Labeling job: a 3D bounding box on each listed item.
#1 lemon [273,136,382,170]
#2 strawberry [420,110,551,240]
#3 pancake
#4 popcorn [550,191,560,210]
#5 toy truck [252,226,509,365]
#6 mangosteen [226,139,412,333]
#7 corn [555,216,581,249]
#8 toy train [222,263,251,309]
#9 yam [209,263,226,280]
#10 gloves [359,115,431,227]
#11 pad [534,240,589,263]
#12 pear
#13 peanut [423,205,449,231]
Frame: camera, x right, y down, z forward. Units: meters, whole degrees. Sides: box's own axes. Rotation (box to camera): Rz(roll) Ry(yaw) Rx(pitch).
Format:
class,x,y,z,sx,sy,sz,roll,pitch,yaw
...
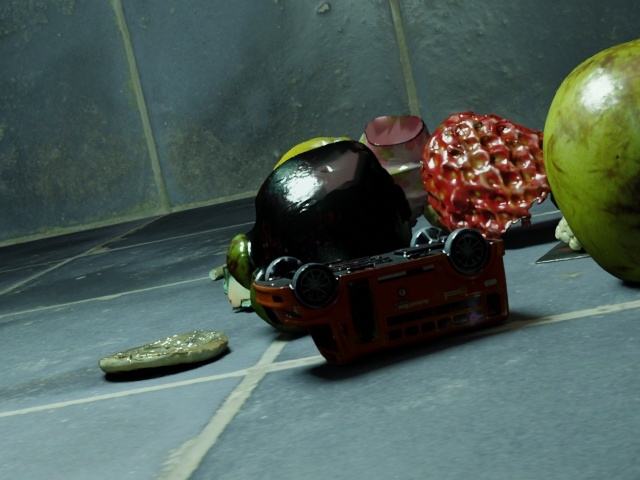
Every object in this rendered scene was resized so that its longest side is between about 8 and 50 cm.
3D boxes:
class,x,y,z,sx,sy,sz,roll,pitch,yaw
lemon,0.012,-0.049,1.859,0.192,0.231,0.192,2,36,-2
strawberry,0.236,-0.107,1.849,0.234,0.178,0.234,-48,7,7
pancake,-0.183,0.132,1.488,0.158,0.028,0.158,-10,4,1
popcorn,0.408,-0.096,1.895,0.148,0.152,0.167,15,-4,-20
toy truck,0.064,0.058,1.304,0.253,0.114,0.107,-13,7,-18
mangosteen,0.000,0.000,1.535,0.243,0.243,0.243,-12,7,1
corn,0.367,-0.058,1.580,0.087,0.087,0.211,-17,-35,-33
toy train,-0.048,0.050,1.728,0.188,0.072,0.099,-6,10,39
yam,-0.142,0.044,2.150,0.021,0.021,0.116,-5,11,46
gloves,0.129,-0.089,1.972,0.145,0.241,0.126,-22,43,-4
pad,0.379,-0.001,1.688,0.143,0.003,0.211,-9,8,26
pear,0.373,-0.089,1.355,0.283,0.283,0.283,-12,7,1
peanut,0.220,-0.066,2.125,0.103,0.098,0.229,15,4,-1
